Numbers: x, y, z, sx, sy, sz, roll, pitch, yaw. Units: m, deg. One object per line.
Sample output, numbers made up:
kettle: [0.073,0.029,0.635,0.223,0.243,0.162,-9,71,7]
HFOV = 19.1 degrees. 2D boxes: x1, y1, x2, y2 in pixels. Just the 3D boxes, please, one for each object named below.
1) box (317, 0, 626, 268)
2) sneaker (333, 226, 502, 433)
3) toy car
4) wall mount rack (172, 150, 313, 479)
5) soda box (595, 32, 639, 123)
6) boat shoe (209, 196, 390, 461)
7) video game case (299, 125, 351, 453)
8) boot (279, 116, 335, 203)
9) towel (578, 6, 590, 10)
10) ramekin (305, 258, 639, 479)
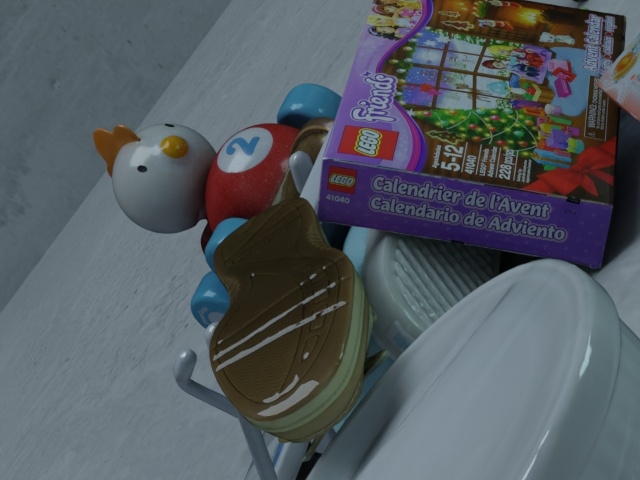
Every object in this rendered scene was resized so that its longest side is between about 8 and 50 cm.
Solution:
box: [0.120,-0.095,1.407,0.293,0.201,0.057,-74,-9,-56]
sneaker: [0.060,0.021,1.438,0.150,0.135,0.366,-51,7,29]
toy car: [-0.125,-0.062,1.917,0.210,0.238,0.219,111,-176,-59]
wall mount rack: [-0.057,0.115,1.493,0.304,0.130,0.350,-55,9,43]
soda box: [0.246,-0.094,1.288,0.063,0.058,0.183,-49,15,9]
boat shoe: [-0.007,0.058,1.208,0.105,0.089,0.285,-29,21,9]
video game case: [0.011,0.037,1.459,0.022,0.173,0.190,2,47,23]
boot: [0.000,0.000,1.637,0.115,0.112,0.305,-59,-6,-25]
towel: [0.179,-0.132,1.677,0.113,0.023,0.152,-28,25,53]
ramekin: [0.094,0.151,1.010,0.273,0.127,0.273,-47,15,17]
